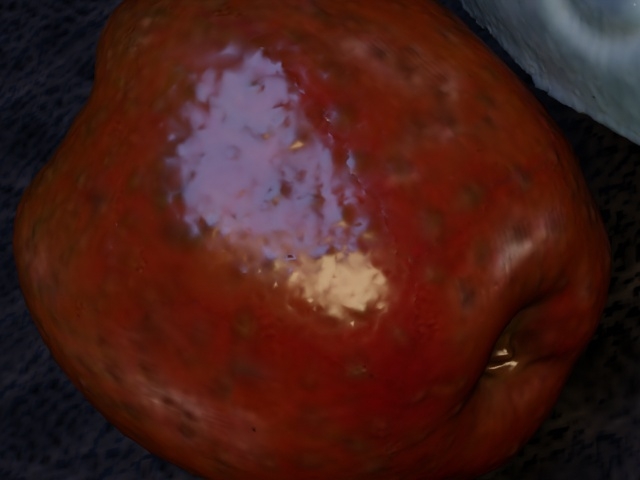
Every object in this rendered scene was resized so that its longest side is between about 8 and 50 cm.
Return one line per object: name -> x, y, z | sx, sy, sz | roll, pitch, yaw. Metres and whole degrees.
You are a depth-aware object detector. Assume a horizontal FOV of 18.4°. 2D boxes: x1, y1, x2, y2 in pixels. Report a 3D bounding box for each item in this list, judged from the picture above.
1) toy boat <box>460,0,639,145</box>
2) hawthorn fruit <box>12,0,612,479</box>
toy boat -> 0.139, -0.133, 0.617 | 0.215, 0.123, 0.330 | -9, 33, -14
hawthorn fruit -> 0.000, 0.000, 0.637 | 0.189, 0.189, 0.189 | -16, 51, 20
